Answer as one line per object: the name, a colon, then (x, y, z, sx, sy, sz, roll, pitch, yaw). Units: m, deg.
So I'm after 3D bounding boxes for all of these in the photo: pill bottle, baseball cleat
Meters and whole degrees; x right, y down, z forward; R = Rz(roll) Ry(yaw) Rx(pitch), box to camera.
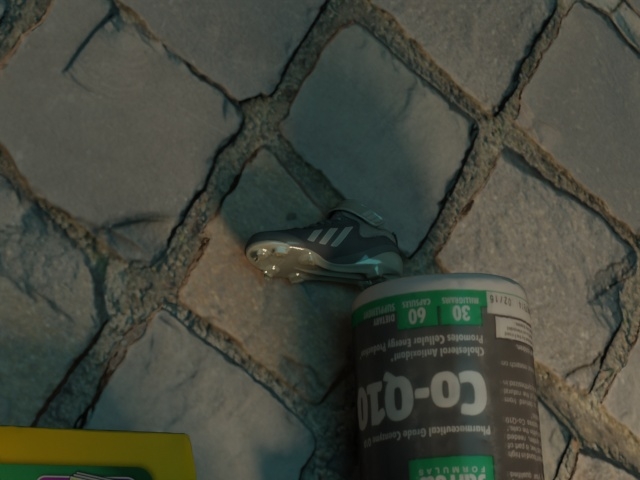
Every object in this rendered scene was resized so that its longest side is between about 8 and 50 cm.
pill bottle: (0.142, 0.231, 1.669, 0.204, 0.204, 0.361, 6, 71, -30)
baseball cleat: (0.000, 0.000, 1.751, 0.206, 0.072, 0.109, 14, 54, -32)

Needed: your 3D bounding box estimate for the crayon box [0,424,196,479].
crayon box: (-0.257, 0.356, 1.404, 0.313, 0.106, 0.363, 6, 57, -29)
